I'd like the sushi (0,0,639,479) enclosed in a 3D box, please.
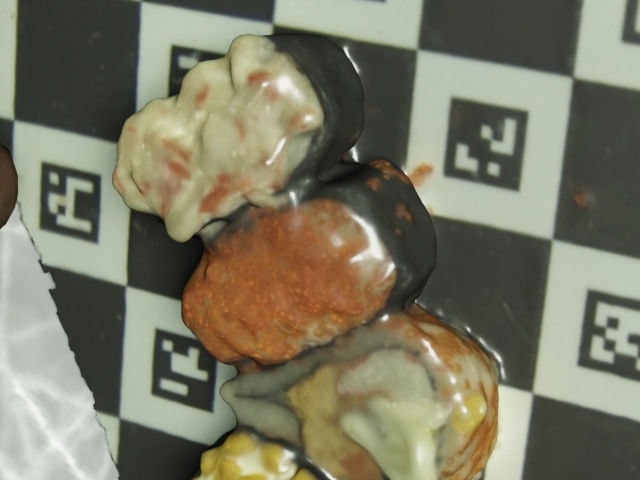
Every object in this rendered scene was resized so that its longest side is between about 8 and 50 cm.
[{"bbox_3d":[0.000,0.000,0.523,0.264,0.050,0.290,-15,95,31],"label":"sushi"}]

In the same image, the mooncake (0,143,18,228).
[{"bbox_3d":[-0.198,0.089,0.497,0.334,0.174,0.326,25,80,-10],"label":"mooncake"}]
